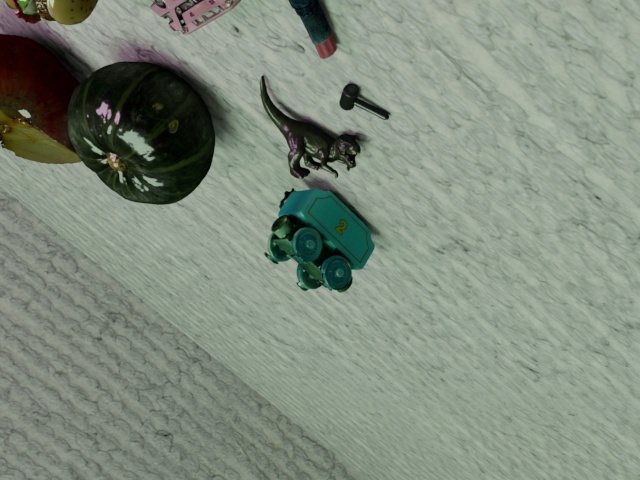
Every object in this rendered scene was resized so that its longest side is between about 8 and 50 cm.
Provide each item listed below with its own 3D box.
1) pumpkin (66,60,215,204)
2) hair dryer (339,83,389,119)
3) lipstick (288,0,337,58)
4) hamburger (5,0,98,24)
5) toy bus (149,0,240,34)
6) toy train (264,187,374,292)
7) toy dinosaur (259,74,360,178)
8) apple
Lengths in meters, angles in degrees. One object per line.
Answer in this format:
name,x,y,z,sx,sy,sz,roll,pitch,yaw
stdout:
pumpkin,-0.332,-0.208,2.065,0.300,0.207,0.300,27,145,21
hair dryer,0.070,-0.210,1.703,0.083,0.026,0.047,29,160,3
lipstick,-0.025,-0.336,1.533,0.053,0.053,0.234,22,158,29
hamburger,-0.429,-0.428,1.783,0.136,0.175,0.175,18,157,8
toy bus,-0.188,-0.377,1.668,0.090,0.063,0.203,42,157,-22
toy train,0.000,0.000,2.071,0.203,0.163,0.112,44,155,-28
toy dinosaur,-0.006,-0.198,1.858,0.187,0.087,0.179,6,112,24
apple,-0.647,-0.274,2.280,0.329,0.295,0.365,64,157,-4
